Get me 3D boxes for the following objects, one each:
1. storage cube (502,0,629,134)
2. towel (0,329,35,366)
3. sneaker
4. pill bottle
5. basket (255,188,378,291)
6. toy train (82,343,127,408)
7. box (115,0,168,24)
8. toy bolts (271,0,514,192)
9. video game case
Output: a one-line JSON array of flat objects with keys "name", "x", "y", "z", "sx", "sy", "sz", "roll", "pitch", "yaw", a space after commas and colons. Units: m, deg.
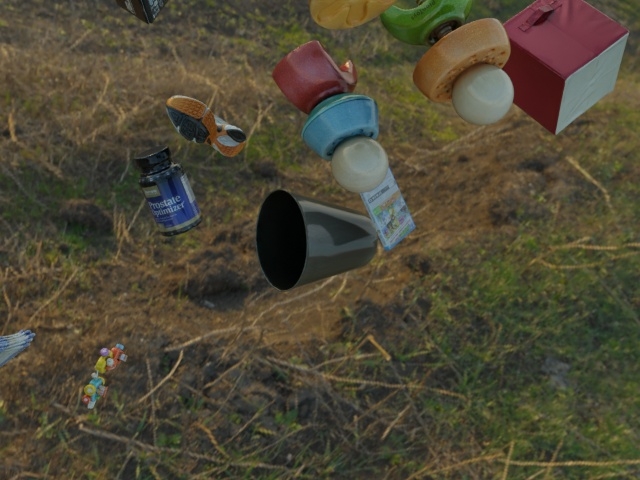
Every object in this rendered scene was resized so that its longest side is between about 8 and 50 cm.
[{"name": "storage cube", "x": 0.503, "y": -0.382, "z": 1.477, "sx": 0.183, "sy": 0.215, "sz": 0.193, "roll": -37, "pitch": 62, "yaw": -10}, {"name": "towel", "x": -0.695, "y": 0.247, "z": 1.291, "sx": 0.034, "sy": 0.209, "sz": 0.285, "roll": 56, "pitch": 15, "yaw": 8}, {"name": "sneaker", "x": -0.314, "y": -0.300, "z": 1.781, "sx": 0.121, "sy": 0.099, "sz": 0.262, "roll": 35, "pitch": 2, "yaw": 36}, {"name": "pill bottle", "x": -0.400, "y": -0.131, "z": 1.810, "sx": 0.123, "sy": 0.123, "sz": 0.219, "roll": -44, "pitch": 123, "yaw": -47}, {"name": "basket", "x": 0.000, "y": 0.000, "z": 1.448, "sx": 0.227, "sy": 0.154, "sz": 0.204, "roll": 1, "pitch": 82, "yaw": -45}, {"name": "toy train", "x": -0.504, "y": 0.320, "z": 1.648, "sx": 0.046, "sy": 0.125, "sz": 0.166, "roll": 16, "pitch": 65, "yaw": 5}, {"name": "box", "x": -0.296, "y": -0.633, "z": 1.291, "sx": 0.097, "sy": 0.395, "sz": 0.318, "roll": 32, "pitch": 80, "yaw": 2}, {"name": "toy bolts", "x": 0.059, "y": -0.155, "z": 0.680, "sx": 0.218, "sy": 0.228, "sz": 0.158, "roll": 1, "pitch": 60, "yaw": -54}, {"name": "video game case", "x": 0.132, "y": -0.077, "z": 1.424, "sx": 0.119, "sy": 0.015, "sz": 0.166, "roll": -37, "pitch": 105, "yaw": -48}]
